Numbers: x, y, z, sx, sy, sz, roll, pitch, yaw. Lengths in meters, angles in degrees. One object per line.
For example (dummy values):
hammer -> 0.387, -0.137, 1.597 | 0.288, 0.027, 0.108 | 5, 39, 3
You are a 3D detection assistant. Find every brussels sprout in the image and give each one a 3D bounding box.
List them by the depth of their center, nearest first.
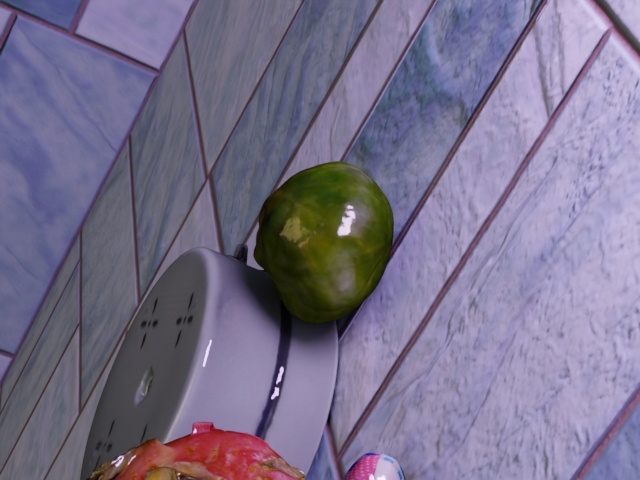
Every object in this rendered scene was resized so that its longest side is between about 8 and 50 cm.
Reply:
brussels sprout -> 0.005, -0.002, 1.587 | 0.180, 0.144, 0.161 | -138, 38, -57

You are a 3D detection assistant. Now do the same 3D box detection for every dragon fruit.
dragon fruit -> -0.119, 0.318, 1.371 | 0.250, 0.269, 0.291 | -42, 17, 40

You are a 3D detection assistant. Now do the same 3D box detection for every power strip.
power strip -> -0.121, 0.177, 1.688 | 0.357, 0.161, 0.357 | -52, 24, 35

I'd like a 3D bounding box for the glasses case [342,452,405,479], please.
glasses case -> 0.017, 0.332, 1.240 | 0.125, 0.076, 0.327 | 77, -156, -64
